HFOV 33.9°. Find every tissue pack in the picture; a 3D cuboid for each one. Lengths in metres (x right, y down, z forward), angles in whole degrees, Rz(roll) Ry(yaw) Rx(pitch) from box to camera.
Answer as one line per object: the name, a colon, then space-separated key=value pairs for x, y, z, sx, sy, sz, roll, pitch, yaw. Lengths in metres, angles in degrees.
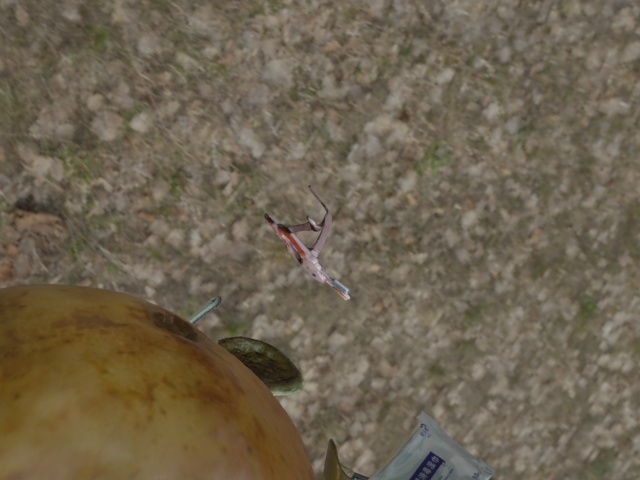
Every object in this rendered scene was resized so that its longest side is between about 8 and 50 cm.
tissue pack: x=0.133 y=0.301 z=1.304 sx=0.193 sy=0.122 sz=0.026 roll=-39 pitch=163 yaw=-52

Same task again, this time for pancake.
pancake: x=-0.074 y=0.151 z=1.241 sx=0.116 sy=0.129 sz=0.023 roll=8 pitch=110 yaw=-24

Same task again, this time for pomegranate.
pomegranate: x=-0.203 y=0.237 z=0.773 sx=0.410 sy=0.410 sz=0.410 roll=-17 pitch=123 yaw=-29

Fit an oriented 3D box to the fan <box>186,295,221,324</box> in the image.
fan: x=-0.214 y=0.145 z=1.351 sx=0.226 sy=0.152 sz=0.008 roll=-40 pitch=114 yaw=6

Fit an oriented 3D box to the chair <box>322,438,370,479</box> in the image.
chair: x=0.049 y=0.526 z=2.001 sx=0.172 sy=0.159 sz=0.247 roll=23 pitch=86 yaw=-2

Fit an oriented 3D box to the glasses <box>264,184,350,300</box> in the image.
glasses: x=-0.002 y=0.009 z=1.689 sx=0.095 sy=0.255 sz=0.162 roll=-35 pitch=107 yaw=-2
